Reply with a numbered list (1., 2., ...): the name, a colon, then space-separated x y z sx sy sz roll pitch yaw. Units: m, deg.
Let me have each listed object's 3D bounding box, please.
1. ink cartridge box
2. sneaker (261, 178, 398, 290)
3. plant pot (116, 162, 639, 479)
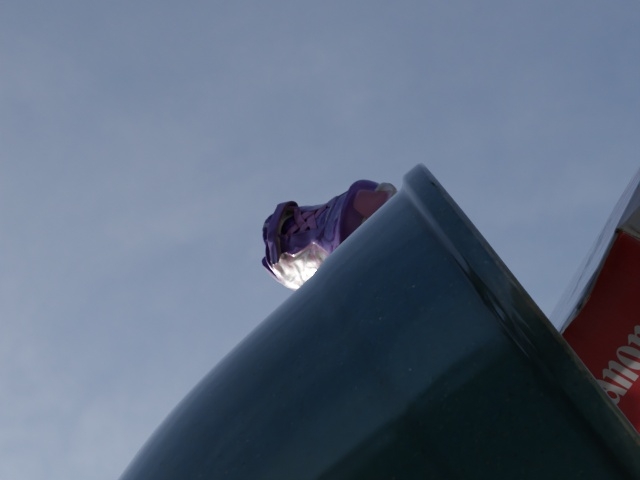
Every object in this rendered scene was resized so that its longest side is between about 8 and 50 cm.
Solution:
1. ink cartridge box: 0.254 0.058 1.254 0.272 0.130 0.309 -55 -9 -33
2. sneaker: 0.000 0.000 1.439 0.104 0.236 0.095 26 -109 -1
3. plant pot: 0.019 0.156 0.573 0.255 0.272 0.272 -38 -49 5
